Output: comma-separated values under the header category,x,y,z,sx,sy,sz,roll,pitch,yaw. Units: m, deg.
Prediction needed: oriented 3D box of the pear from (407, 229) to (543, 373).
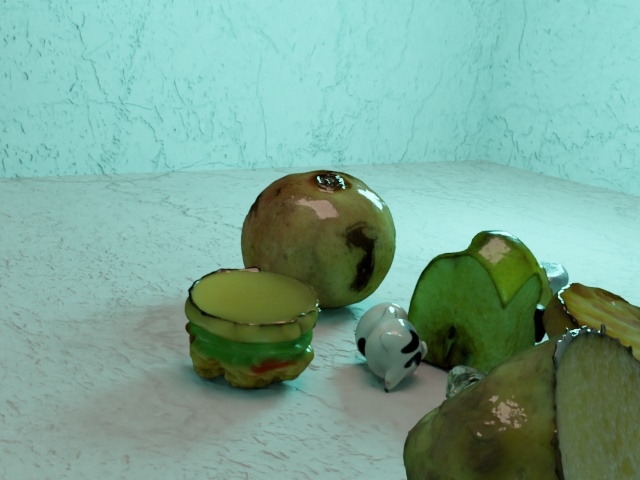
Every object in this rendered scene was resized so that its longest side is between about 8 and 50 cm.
category,x,y,z,sx,sy,sz,roll,pitch,yaw
pear,0.272,0.103,1.876,0.164,0.255,0.238,-8,14,-43

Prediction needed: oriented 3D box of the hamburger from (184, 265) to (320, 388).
category,x,y,z,sx,sy,sz,roll,pitch,yaw
hamburger,-0.109,0.150,1.726,0.237,0.149,0.237,4,21,-1

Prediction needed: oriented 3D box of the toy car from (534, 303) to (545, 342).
category,x,y,z,sx,sy,sz,roll,pitch,yaw
toy car,0.351,0.145,2.088,0.210,0.089,0.108,9,8,27

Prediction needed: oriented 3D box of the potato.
category,x,y,z,sx,sy,sz,roll,pitch,yaw
potato,0.240,0.253,1.274,0.237,0.300,0.289,-17,-31,41

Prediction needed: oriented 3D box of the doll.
category,x,y,z,sx,sy,sz,roll,pitch,yaw
doll,0.119,0.174,1.804,0.107,0.110,0.181,-16,13,-7

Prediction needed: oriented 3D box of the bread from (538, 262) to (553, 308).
category,x,y,z,sx,sy,sz,roll,pitch,yaw
bread,0.414,0.095,2.234,0.156,0.125,0.086,14,-6,35

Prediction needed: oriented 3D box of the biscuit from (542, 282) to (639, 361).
category,x,y,z,sx,sy,sz,roll,pitch,yaw
biscuit,0.508,0.189,1.804,0.296,0.102,0.296,23,26,-12

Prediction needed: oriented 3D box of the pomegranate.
category,x,y,z,sx,sy,sz,roll,pitch,yaw
pomegranate,0.000,0.000,2.154,0.322,0.322,0.322,6,13,-1

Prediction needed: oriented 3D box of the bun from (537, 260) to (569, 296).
category,x,y,z,sx,sy,sz,roll,pitch,yaw
bun,0.482,0.099,2.369,0.141,0.083,0.141,-3,17,1

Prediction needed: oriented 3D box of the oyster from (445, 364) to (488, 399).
category,x,y,z,sx,sy,sz,roll,pitch,yaw
oyster,0.291,0.248,1.541,0.268,0.112,0.198,4,15,22
